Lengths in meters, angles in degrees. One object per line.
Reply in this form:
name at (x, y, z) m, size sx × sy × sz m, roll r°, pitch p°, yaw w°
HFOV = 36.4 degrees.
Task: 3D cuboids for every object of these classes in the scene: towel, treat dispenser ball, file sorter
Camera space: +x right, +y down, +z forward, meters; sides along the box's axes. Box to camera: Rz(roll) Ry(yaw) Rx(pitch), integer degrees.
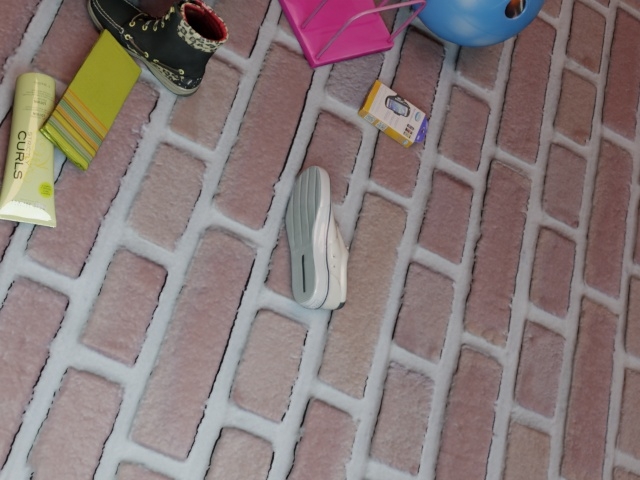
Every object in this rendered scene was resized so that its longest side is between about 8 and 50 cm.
towel at (-0.367, -0.229, 1.572) m, size 0.102 × 0.021 × 0.237 m, roll 52°, pitch 43°, yaw -37°
treat dispenser ball at (0.312, -0.530, 1.930) m, size 0.288 × 0.288 × 0.288 m, roll 11°, pitch 65°, yaw -24°
file sorter at (0.040, -0.513, 1.841) m, size 0.202 × 0.182 × 0.290 m, roll -20°, pitch 80°, yaw -33°

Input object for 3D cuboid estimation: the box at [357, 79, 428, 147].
box at (0.144, -0.240, 1.877) m, size 0.136 × 0.028 × 0.081 m, roll 34°, pitch 58°, yaw -15°

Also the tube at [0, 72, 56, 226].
tube at (-0.445, -0.140, 1.502) m, size 0.070 × 0.062 × 0.240 m, roll -3°, pitch 72°, yaw 7°

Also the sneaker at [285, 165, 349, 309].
sneaker at (0.000, 0.000, 1.674) m, size 0.091 × 0.094 × 0.258 m, roll 19°, pitch 65°, yaw -41°

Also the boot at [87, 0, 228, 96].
boot at (-0.267, -0.364, 1.615) m, size 0.236 × 0.179 × 0.085 m, roll 42°, pitch 56°, yaw -8°
